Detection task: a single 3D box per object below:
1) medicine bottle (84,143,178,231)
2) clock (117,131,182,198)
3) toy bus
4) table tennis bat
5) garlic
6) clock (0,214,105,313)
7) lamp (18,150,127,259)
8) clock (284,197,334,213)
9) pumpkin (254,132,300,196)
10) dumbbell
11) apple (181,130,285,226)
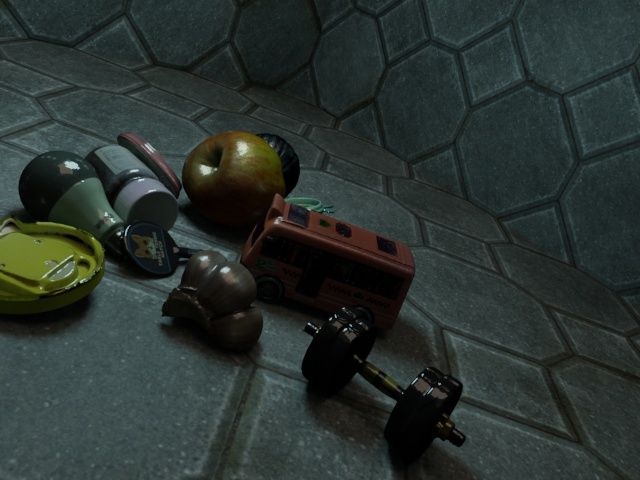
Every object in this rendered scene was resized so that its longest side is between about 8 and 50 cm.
[{"bbox_3d":[-0.508,-0.129,1.553,0.165,0.165,0.273,-4,35,-47],"label":"medicine bottle"},{"bbox_3d":[-0.502,-0.214,1.721,0.244,0.056,0.244,40,-18,15],"label":"clock"},{"bbox_3d":[0.017,0.059,1.515,0.426,0.233,0.203,20,23,-7],"label":"toy bus"},{"bbox_3d":[-0.381,0.024,1.440,0.236,0.027,0.150,12,53,-50],"label":"table tennis bat"},{"bbox_3d":[-0.209,0.120,1.269,0.214,0.160,0.191,24,27,14],"label":"garlic"},{"bbox_3d":[-0.585,0.056,1.183,0.293,0.071,0.277,19,32,16],"label":"clock"},{"bbox_3d":[-0.563,-0.094,1.411,0.313,0.182,0.182,26,22,-1],"label":"lamp"},{"bbox_3d":[-0.059,-0.093,1.917,0.210,0.066,0.159,-1,19,1],"label":"clock"},{"bbox_3d":[-0.189,-0.225,1.967,0.248,0.248,0.248,19,22,-8],"label":"pumpkin"},{"bbox_3d":[0.120,0.279,1.174,0.388,0.185,0.185,33,25,25],"label":"dumbbell"},{"bbox_3d":[-0.243,-0.174,1.758,0.301,0.302,0.301,19,22,-8],"label":"apple"}]
